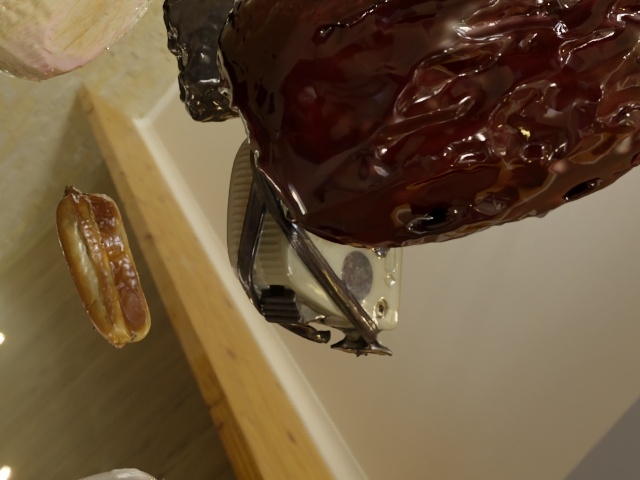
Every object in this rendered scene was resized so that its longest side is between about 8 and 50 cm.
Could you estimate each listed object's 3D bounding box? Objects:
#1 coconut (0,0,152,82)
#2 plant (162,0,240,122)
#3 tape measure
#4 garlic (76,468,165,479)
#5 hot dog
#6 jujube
[{"bbox_3d":[-0.526,-0.450,1.386,0.404,0.404,0.404,-32,-142,29],"label":"coconut"},{"bbox_3d":[-0.054,-0.253,1.041,0.276,0.199,0.188,-14,-169,-6],"label":"plant"},{"bbox_3d":[0.000,0.000,0.929,0.133,0.231,0.271,1,-95,42],"label":"tape measure"},{"bbox_3d":[-0.380,0.503,1.409,0.132,0.325,0.279,47,-49,38],"label":"garlic"},{"bbox_3d":[-0.312,0.033,1.165,0.076,0.102,0.249,-31,-106,35],"label":"hot dog"},{"bbox_3d":[0.100,-0.132,0.624,0.377,0.258,0.258,-12,-133,19],"label":"jujube"}]
